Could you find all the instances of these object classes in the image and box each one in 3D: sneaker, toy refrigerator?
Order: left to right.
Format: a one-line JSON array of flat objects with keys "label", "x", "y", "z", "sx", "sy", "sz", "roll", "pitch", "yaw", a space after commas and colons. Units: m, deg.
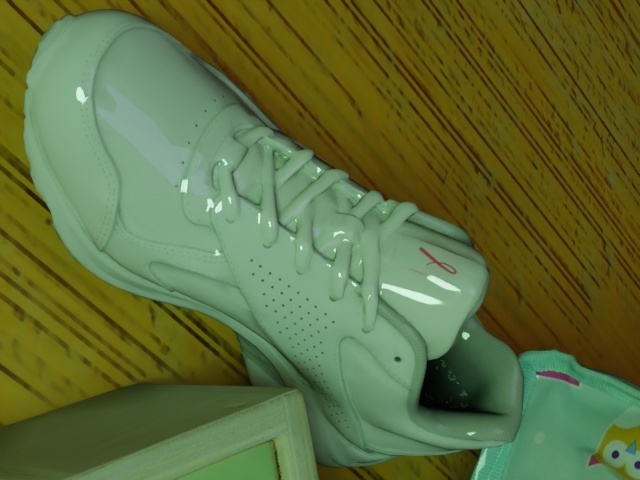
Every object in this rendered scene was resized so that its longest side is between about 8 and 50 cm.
[{"label": "toy refrigerator", "x": -0.043, "y": 0.188, "z": 0.385, "sx": 0.102, "sy": 0.094, "sz": 0.269, "roll": -14, "pitch": 97, "yaw": -48}, {"label": "sneaker", "x": 0.000, "y": 0.000, "z": 0.433, "sx": 0.232, "sy": 0.115, "sz": 0.090, "roll": 45, "pitch": 56, "yaw": -35}]

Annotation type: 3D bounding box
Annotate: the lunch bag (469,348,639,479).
[{"label": "lunch bag", "x": 0.133, "y": 0.206, "z": 0.509, "sx": 0.223, "sy": 0.160, "sz": 0.262, "roll": 32, "pitch": 77, "yaw": -49}]
